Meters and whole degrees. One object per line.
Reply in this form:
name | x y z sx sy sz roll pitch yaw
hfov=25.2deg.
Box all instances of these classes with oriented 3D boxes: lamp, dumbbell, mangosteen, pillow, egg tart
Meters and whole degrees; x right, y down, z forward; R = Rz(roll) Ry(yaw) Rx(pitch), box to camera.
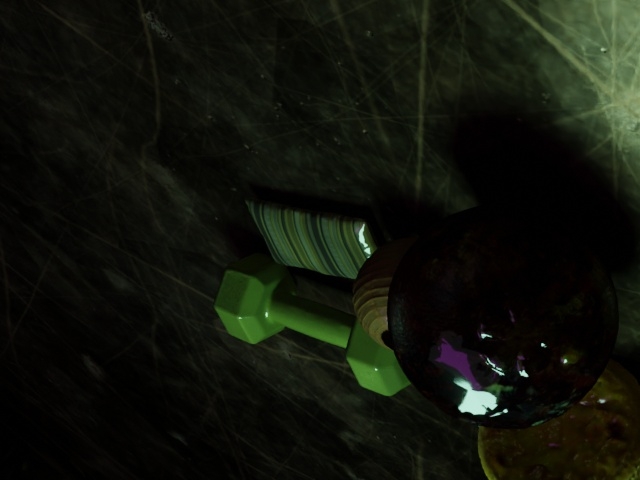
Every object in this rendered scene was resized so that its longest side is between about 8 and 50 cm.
lamp | 0.103 0.062 1.623 0.136 0.136 0.136 30 153 17
dumbbell | 0.000 0.104 1.846 0.302 0.121 0.108 17 119 35
mangosteen | 0.186 0.078 1.478 0.231 0.231 0.289 35 -179 5
pillow | 0.000 0.000 1.757 0.203 0.038 0.113 12 141 41
egg tart | 0.295 0.238 1.626 0.202 0.203 0.147 16 161 38
